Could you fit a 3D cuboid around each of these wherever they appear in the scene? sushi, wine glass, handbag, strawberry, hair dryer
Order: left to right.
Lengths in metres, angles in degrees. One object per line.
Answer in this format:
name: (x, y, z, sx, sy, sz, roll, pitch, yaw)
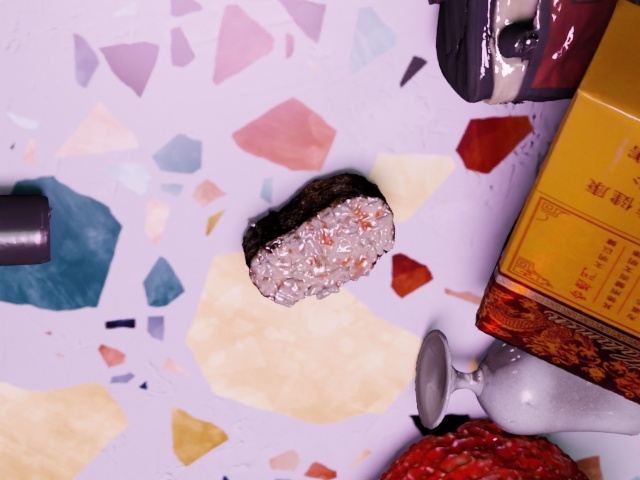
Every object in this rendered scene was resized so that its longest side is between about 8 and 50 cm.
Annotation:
hair dryer: (-0.316, 0.067, 1.533, 0.128, 0.070, 0.255, -4, 124, -8)
sushi: (0.000, 0.000, 1.533, 0.150, 0.078, 0.090, -29, 118, 5)
strawberry: (0.184, 0.317, 1.635, 0.261, 0.257, 0.261, -8, 119, -15)
handbag: (0.186, -0.242, 1.386, 0.181, 0.181, 0.254, -5, 115, -9)
wine glass: (0.221, 0.150, 1.631, 0.231, 0.103, 0.103, 7, 115, -15)

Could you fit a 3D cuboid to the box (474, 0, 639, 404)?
box: (0.305, -0.001, 1.401, 0.264, 0.116, 0.415, 24, 150, 8)
